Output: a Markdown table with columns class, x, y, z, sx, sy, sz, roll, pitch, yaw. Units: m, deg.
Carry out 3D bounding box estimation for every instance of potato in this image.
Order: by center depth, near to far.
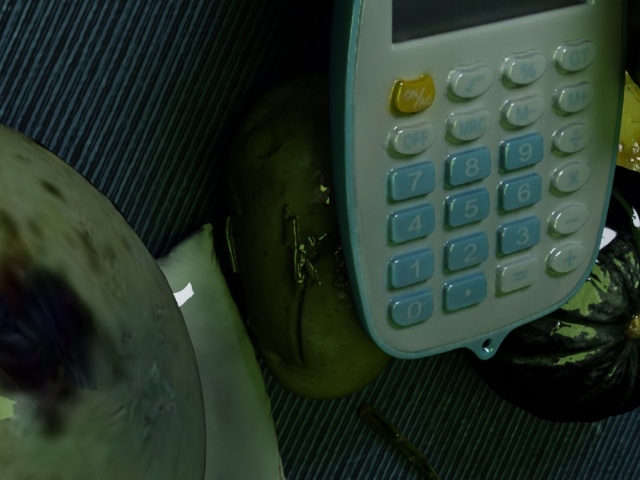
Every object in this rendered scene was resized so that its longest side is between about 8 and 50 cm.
| class | x | y | z | sx | sy | sz | roll | pitch | yaw |
| --- | --- | --- | --- | --- | --- | --- | --- | --- | --- |
| potato | 0.000 | 0.000 | 1.304 | 0.143 | 0.169 | 0.248 | 0 | 109 | 4 |

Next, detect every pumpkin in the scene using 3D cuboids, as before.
| class | x | y | z | sx | sy | sz | roll | pitch | yaw |
| --- | --- | --- | --- | --- | --- | --- | --- | --- | --- |
| pumpkin | 0.217 | 0.043 | 1.429 | 0.220 | 0.162 | 0.220 | -10 | 114 | -24 |

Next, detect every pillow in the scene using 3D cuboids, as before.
| class | x | y | z | sx | sy | sz | roll | pitch | yaw |
| --- | --- | --- | --- | --- | --- | --- | --- | --- | --- |
| pillow | -0.109 | 0.128 | 1.328 | 0.144 | 0.078 | 0.254 | -24 | 114 | -19 |

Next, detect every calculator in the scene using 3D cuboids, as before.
| class | x | y | z | sx | sy | sz | roll | pitch | yaw |
| --- | --- | --- | --- | --- | --- | --- | --- | --- | --- |
| calculator | 0.113 | -0.094 | 1.221 | 0.256 | 0.054 | 0.386 | -16 | 113 | -32 |

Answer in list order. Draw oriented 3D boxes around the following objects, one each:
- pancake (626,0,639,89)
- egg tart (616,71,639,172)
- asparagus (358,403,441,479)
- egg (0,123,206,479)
| class | x | y | z | sx | sy | sz | roll | pitch | yaw |
| --- | --- | --- | --- | --- | --- | --- | --- | --- | --- |
| pancake | 0.262 | -0.282 | 1.253 | 0.082 | 0.387 | 0.387 | 5 | 102 | -5 |
| egg tart | 0.263 | -0.107 | 1.480 | 0.105 | 0.039 | 0.105 | -8 | 107 | -26 |
| asparagus | 0.074 | 0.180 | 1.475 | 0.018 | 0.015 | 0.127 | -43 | 119 | 0 |
| egg | -0.242 | 0.113 | 1.101 | 0.345 | 0.345 | 0.428 | -40 | 123 | -13 |
